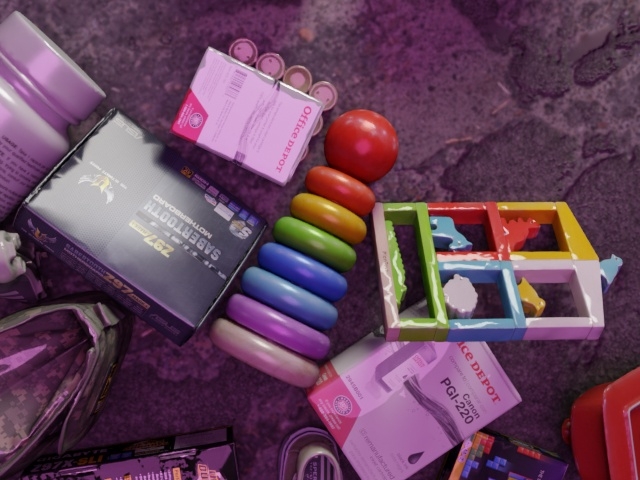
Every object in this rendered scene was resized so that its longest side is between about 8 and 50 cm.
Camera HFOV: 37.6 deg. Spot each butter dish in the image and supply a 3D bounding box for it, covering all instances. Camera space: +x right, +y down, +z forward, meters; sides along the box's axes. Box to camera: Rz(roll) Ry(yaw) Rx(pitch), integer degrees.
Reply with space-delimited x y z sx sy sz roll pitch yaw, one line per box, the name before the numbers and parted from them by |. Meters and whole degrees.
butter dish | 0.356 0.240 1.168 0.160 0.118 0.160 -12 95 -45

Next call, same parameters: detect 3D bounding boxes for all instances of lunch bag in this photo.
lunch bag | -0.330 0.164 1.031 0.287 0.235 0.169 -34 91 -1

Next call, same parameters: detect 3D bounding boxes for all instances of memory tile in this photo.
memory tile | -0.063 -0.170 1.144 0.148 0.012 0.113 28 91 -6

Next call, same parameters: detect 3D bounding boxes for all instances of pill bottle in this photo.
pill bottle | -0.384 -0.106 1.043 0.160 0.160 0.283 45 90 -7

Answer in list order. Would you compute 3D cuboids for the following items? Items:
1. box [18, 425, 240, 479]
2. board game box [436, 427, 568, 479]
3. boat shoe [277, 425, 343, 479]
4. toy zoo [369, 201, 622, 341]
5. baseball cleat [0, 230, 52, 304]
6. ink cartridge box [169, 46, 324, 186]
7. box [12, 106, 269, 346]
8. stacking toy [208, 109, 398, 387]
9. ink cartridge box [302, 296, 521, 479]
box | -0.209 0.408 1.142 0.257 0.079 0.322 -9 95 -7
board game box | 0.214 0.331 1.190 0.141 0.048 0.170 20 92 -5
boat shoe | -0.012 0.383 1.149 0.109 0.094 0.302 -5 95 -5
toy zoo | 0.212 0.033 1.114 0.293 0.030 0.192 -1 50 -6
baseball cleat | -0.365 0.032 1.036 0.109 0.206 0.072 -11 75 -8
ink cartridge box | -0.086 -0.143 1.104 0.150 0.063 0.109 25 91 -7
box | -0.197 -0.018 1.070 0.232 0.059 0.183 37 51 -6
stacking toy | 0.000 0.000 1.114 0.141 0.141 0.330 27 85 -7
ink cartridge box | 0.109 0.183 1.148 0.218 0.092 0.158 -34 97 -4
